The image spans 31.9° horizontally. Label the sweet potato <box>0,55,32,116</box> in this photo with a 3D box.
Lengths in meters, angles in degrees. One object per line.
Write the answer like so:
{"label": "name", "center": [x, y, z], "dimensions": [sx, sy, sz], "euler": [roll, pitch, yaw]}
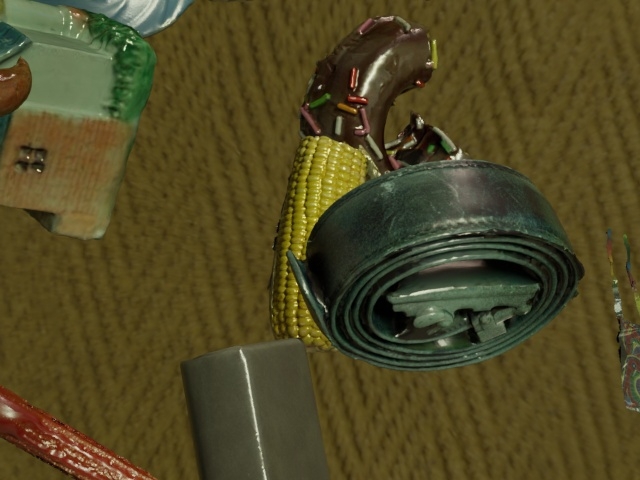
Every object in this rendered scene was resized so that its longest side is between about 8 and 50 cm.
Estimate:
{"label": "sweet potato", "center": [-0.284, -0.122, 0.812], "dimensions": [0.058, 0.202, 0.055], "euler": [-23, 77, 31]}

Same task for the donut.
{"label": "donut", "center": [0.099, -0.160, 1.737], "dimensions": [0.259, 0.136, 0.345], "euler": [-35, 117, -26]}

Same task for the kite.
{"label": "kite", "center": [0.462, 0.115, 1.600], "dimensions": [0.152, 0.015, 0.285], "euler": [9, 67, -34]}

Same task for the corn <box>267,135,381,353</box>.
{"label": "corn", "center": [0.001, 0.001, 1.504], "dimensions": [0.122, 0.123, 0.305], "euler": [14, 78, -22]}

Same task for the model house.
{"label": "model house", "center": [-0.400, -0.167, 1.346], "dimensions": [0.194, 0.325, 0.267], "euler": [34, 111, 41]}

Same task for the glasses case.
{"label": "glasses case", "center": [-0.017, 0.138, 0.485], "dimensions": [0.042, 0.072, 0.190], "euler": [-16, 79, 28]}

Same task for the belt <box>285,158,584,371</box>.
{"label": "belt", "center": [0.097, 0.023, 1.003], "dimensions": [0.268, 0.206, 0.116], "euler": [4, 47, -25]}

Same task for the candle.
{"label": "candle", "center": [-0.268, 0.206, 1.134], "dimensions": [0.329, 0.051, 0.048], "euler": [33, 113, -11]}

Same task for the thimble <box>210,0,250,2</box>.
{"label": "thimble", "center": [-0.003, -0.199, 0.412], "dimensions": [0.237, 0.237, 0.150], "euler": [-40, 93, 0]}

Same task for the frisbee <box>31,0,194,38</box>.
{"label": "frisbee", "center": [-0.315, -0.434, 1.669], "dimensions": [0.290, 0.049, 0.289], "euler": [3, 73, -11]}
